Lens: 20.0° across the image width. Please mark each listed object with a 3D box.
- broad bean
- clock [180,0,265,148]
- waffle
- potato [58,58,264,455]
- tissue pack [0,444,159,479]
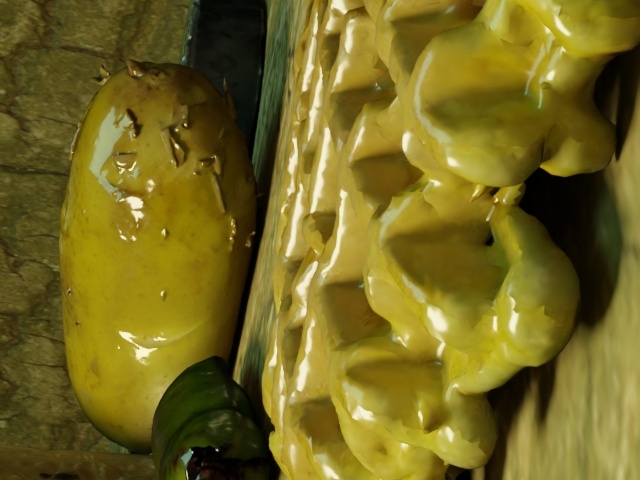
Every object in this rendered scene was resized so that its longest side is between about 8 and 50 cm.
[{"bbox_3d":[-0.068,0.123,1.079,0.339,0.061,0.077,-141,68,-80],"label":"broad bean"},{"bbox_3d":[-0.105,-0.065,1.594,0.312,0.061,0.313,-171,90,-83],"label":"clock"},{"bbox_3d":[0.031,-0.056,0.565,0.329,0.062,0.329,-171,90,-83],"label":"waffle"},{"bbox_3d":[-0.120,0.008,1.317,0.173,0.140,0.300,-112,26,-59],"label":"potato"},{"bbox_3d":[-0.174,0.272,1.282,0.125,0.159,0.234,-137,54,-65],"label":"tissue pack"}]
